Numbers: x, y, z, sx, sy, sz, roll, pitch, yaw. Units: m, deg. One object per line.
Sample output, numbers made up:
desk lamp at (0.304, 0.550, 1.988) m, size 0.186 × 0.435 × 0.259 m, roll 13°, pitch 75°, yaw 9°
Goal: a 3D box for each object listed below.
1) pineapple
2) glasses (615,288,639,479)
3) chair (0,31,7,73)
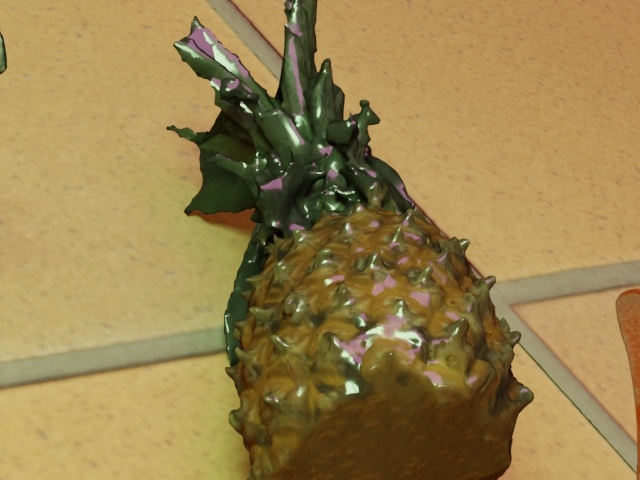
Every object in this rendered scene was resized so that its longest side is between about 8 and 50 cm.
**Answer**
pineapple at (0.002, 0.003, 0.958) m, size 0.165 × 0.165 × 0.364 m, roll 12°, pitch 33°, yaw -24°
glasses at (0.197, 0.132, 0.825) m, size 0.118 × 0.268 × 0.234 m, roll 22°, pitch 29°, yaw 28°
chair at (-0.309, -0.084, 0.815) m, size 0.274 × 0.191 × 0.203 m, roll -8°, pitch 45°, yaw -35°
